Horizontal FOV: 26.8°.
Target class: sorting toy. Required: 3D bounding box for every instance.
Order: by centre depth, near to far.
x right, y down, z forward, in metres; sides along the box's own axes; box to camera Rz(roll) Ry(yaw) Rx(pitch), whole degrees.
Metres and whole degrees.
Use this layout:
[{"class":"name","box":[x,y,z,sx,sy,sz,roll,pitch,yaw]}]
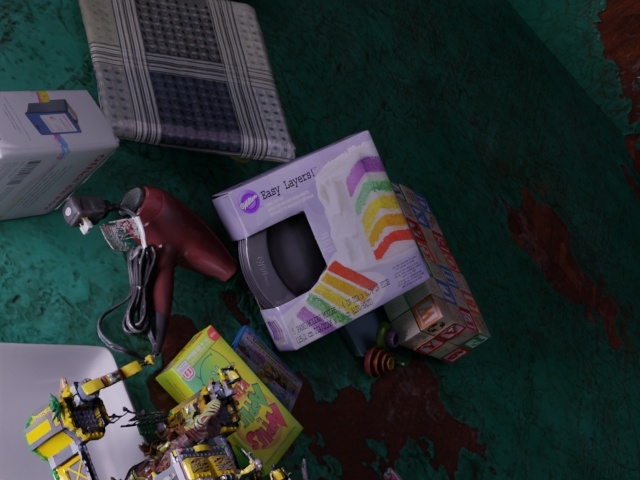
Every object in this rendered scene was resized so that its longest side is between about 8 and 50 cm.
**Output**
[{"class":"sorting toy","box":[0.105,0.173,2.061,0.102,0.042,0.061,-60,142,-40]}]

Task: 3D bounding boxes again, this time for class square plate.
[{"class":"square plate","box":[-0.296,0.262,1.381,0.347,0.049,0.344,9,51,-53]}]

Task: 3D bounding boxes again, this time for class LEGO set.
[{"class":"LEGO set","box":[-0.126,0.228,1.419,0.331,0.192,0.255,18,44,-49]}]

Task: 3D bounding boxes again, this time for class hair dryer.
[{"class":"hair dryer","box":[-0.217,0.037,1.758,0.293,0.080,0.224,-13,85,-54]}]

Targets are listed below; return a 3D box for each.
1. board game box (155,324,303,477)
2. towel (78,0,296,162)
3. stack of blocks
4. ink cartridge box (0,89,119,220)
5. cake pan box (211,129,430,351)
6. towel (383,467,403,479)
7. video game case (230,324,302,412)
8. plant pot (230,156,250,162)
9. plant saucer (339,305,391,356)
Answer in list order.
[{"class":"board game box","box":[-0.113,0.206,1.697,0.181,0.043,0.092,49,46,-8]},{"class":"towel","box":[-0.208,-0.256,2.026,0.312,0.056,0.324,6,51,-28]},{"class":"stack of blocks","box":[0.154,0.044,2.231,0.171,0.087,0.297,24,37,-52]},{"class":"ink cartridge box","box":[-0.363,-0.096,1.570,0.212,0.154,0.093,-10,65,-58]},{"class":"cake pan box","box":[0.000,0.000,1.922,0.267,0.070,0.246,-25,94,-28]},{"class":"towel","box":[0.130,0.420,1.861,0.144,0.029,0.197,46,29,-15]},{"class":"video game case","box":[-0.086,0.200,1.801,0.119,0.015,0.166,46,29,-12]},{"class":"plant pot","box":[-0.114,-0.178,2.116,0.083,0.079,0.083,36,33,-28]},{"class":"plant saucer","box":[0.088,0.140,2.126,0.067,0.018,0.192,59,29,9]}]
